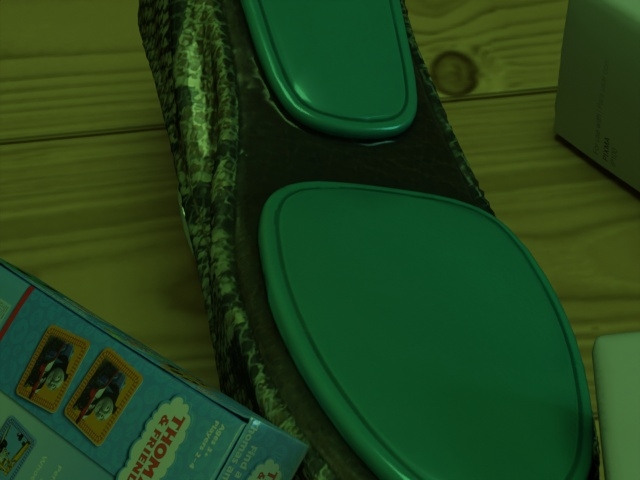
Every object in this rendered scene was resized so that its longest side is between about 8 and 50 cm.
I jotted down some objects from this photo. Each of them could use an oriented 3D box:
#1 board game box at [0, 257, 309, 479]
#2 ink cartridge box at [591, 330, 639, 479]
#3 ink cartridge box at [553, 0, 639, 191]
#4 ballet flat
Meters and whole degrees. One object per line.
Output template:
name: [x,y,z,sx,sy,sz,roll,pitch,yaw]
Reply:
board game box: [-0.114,0.110,0.735,0.211,0.039,0.160,26,86,50]
ink cartridge box: [0.305,0.166,0.608,0.395,0.166,0.285,-6,45,9]
ink cartridge box: [0.294,-0.073,0.972,0.207,0.117,0.283,-30,52,-27]
ballet flat: [0.000,0.000,0.859,0.164,0.182,0.482,5,44,-24]
